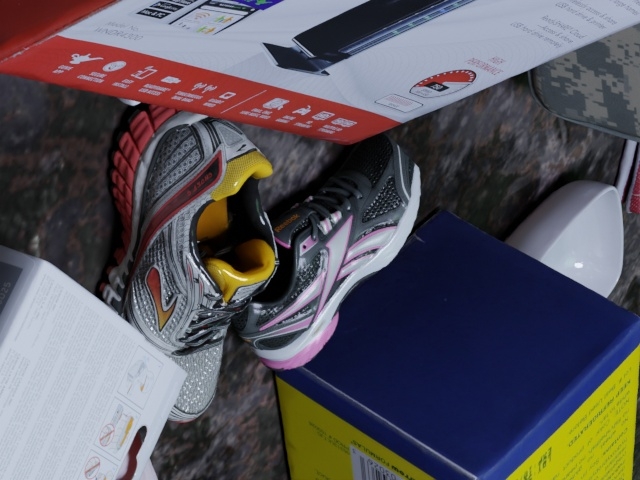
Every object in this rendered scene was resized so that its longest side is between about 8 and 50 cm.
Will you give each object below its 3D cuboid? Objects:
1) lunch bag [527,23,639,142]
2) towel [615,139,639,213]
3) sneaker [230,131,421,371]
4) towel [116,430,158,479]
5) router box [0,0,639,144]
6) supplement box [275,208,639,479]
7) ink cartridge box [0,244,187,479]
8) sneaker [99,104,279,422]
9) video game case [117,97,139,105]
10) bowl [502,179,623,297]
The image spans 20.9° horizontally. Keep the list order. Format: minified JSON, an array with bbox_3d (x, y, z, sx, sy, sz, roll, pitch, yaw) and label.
[{"bbox_3d":[0.276,-0.247,1.233,0.256,0.212,0.305,-62,154,-30],"label":"lunch bag"},{"bbox_3d":[0.395,-0.169,1.612,0.329,0.037,0.237,-24,133,-43],"label":"towel"},{"bbox_3d":[0.000,0.000,1.166,0.077,0.072,0.178,41,75,-48],"label":"sneaker"},{"bbox_3d":[-0.213,0.249,0.997,0.332,0.053,0.317,-35,121,-35],"label":"towel"},{"bbox_3d":[0.043,-0.153,0.860,0.335,0.301,0.082,6,66,-59],"label":"router box"},{"bbox_3d":[0.111,0.192,1.358,0.194,0.195,0.357,-39,142,-30],"label":"supplement box"},{"bbox_3d":[-0.155,0.101,0.976,0.145,0.045,0.179,-66,152,-15],"label":"ink cartridge box"},{"bbox_3d":[-0.078,0.025,1.048,0.088,0.092,0.225,-31,140,-39],"label":"sneaker"},{"bbox_3d":[-0.063,-0.171,0.977,0.143,0.019,0.157,-35,140,-35],"label":"video game case"},{"bbox_3d":[0.197,0.022,1.474,0.142,0.053,0.142,-43,145,-23],"label":"bowl"}]
